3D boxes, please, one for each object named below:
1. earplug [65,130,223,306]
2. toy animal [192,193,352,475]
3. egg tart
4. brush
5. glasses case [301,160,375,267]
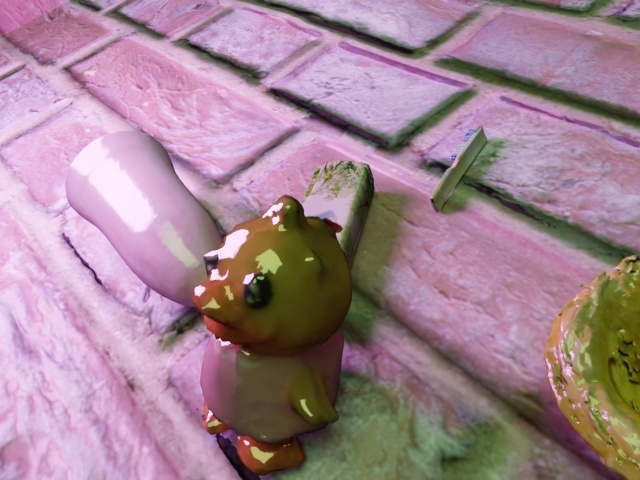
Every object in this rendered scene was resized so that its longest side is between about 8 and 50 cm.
[{"bbox_3d":[-0.233,-0.014,0.787,0.172,0.172,0.301,-35,54,-15],"label":"earplug"},{"bbox_3d":[-0.044,0.089,0.557,0.195,0.281,0.169,28,41,36],"label":"toy animal"},{"bbox_3d":[0.353,0.137,0.482,0.288,0.118,0.288,-9,43,9],"label":"egg tart"},{"bbox_3d":[0.203,-0.112,0.819,0.030,0.033,0.178,16,54,36],"label":"brush"},{"bbox_3d":[0.000,0.000,0.757,0.095,0.062,0.272,4,49,20],"label":"glasses case"}]
